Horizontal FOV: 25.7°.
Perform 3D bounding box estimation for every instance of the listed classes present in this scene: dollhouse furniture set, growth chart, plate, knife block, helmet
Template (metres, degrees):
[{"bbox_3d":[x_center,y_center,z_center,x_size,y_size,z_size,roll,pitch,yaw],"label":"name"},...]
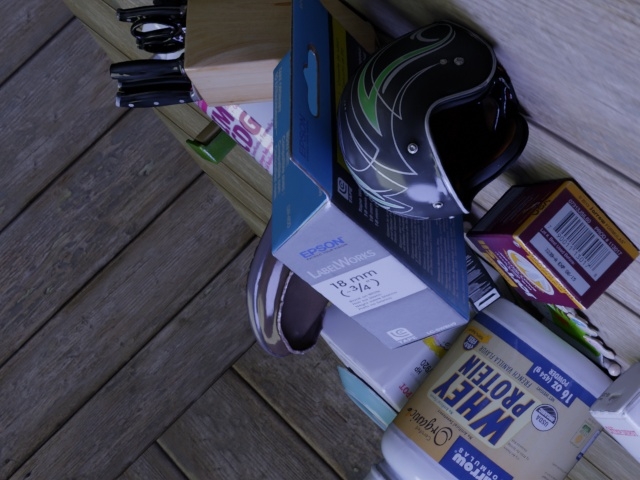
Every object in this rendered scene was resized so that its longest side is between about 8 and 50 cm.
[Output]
[{"bbox_3d":[-0.153,-0.228,2.089,0.197,0.151,0.301,48,173,-19],"label":"dollhouse furniture set"},{"bbox_3d":[0.285,0.075,1.782,0.237,0.021,0.172,47,174,-32],"label":"growth chart"},{"bbox_3d":[0.087,0.253,2.052,0.188,0.024,0.188,42,172,7],"label":"plate"},{"bbox_3d":[-0.095,-0.195,1.540,0.275,0.242,0.088,42,173,26],"label":"knife block"},{"bbox_3d":[0.094,-0.102,1.275,0.169,0.161,0.169,45,173,7],"label":"helmet"}]

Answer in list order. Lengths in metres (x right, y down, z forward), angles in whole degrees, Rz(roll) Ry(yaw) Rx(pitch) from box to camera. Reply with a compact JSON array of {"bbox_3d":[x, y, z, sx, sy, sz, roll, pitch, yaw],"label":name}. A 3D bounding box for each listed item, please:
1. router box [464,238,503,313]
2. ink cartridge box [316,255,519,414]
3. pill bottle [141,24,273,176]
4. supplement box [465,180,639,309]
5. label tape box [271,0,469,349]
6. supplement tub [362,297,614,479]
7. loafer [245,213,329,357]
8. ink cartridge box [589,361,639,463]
[{"bbox_3d":[0.157,-0.005,1.815,0.133,0.046,0.179,51,-174,-38],"label":"router box"},{"bbox_3d":[0.145,0.123,2.014,0.168,0.232,0.171,41,172,37],"label":"ink cartridge box"},{"bbox_3d":[-0.070,-0.197,1.694,0.283,0.160,0.160,43,173,7],"label":"pill bottle"},{"bbox_3d":[0.231,0.004,1.427,0.104,0.081,0.188,46,174,-7],"label":"supplement box"},{"bbox_3d":[0.023,-0.074,1.418,0.333,0.106,0.241,40,-142,-43],"label":"label tape box"},{"bbox_3d":[0.225,0.261,1.876,0.228,0.316,0.228,38,179,0],"label":"supplement tub"},{"bbox_3d":[0.000,0.000,1.885,0.130,0.366,0.134,23,-158,30],"label":"loafer"},{"bbox_3d":[0.427,0.242,1.608,0.218,0.092,0.158,44,173,2],"label":"ink cartridge box"}]
